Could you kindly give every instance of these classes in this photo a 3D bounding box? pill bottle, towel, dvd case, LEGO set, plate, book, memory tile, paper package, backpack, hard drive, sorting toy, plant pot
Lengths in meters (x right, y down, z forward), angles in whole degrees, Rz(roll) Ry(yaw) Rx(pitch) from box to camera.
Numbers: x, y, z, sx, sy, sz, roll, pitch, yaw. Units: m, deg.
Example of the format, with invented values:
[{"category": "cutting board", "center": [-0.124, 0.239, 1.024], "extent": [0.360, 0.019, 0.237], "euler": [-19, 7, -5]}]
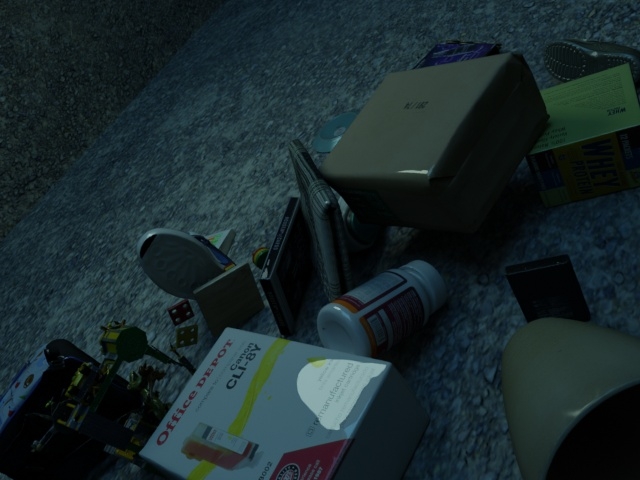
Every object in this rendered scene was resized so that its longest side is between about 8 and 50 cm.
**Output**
[{"category": "pill bottle", "center": [0.111, 0.122, 1.086], "extent": [0.221, 0.121, 0.121], "euler": [-26, 25, -34]}, {"category": "towel", "center": [0.000, 0.000, 1.219], "extent": [0.056, 0.324, 0.312], "euler": [-17, 33, -7]}, {"category": "dvd case", "center": [-0.063, 0.052, 1.322], "extent": [0.030, 0.179, 0.238], "euler": [1, 45, 18]}, {"category": "LEGO set", "center": [-0.344, 0.300, 1.165], "extent": [0.192, 0.331, 0.255], "euler": [-5, 61, 47]}, {"category": "plate", "center": [0.056, -0.324, 1.824], "extent": [0.188, 0.024, 0.188], "euler": [-22, 35, 17]}, {"category": "book", "center": [-0.306, 0.020, 1.704], "extent": [0.144, 0.035, 0.096], "euler": [-15, 34, 28]}, {"category": "memory tile", "center": [0.408, -0.523, 1.681], "extent": [0.148, 0.012, 0.113], "euler": [9, 13, 10]}, {"category": "paper package", "center": [0.204, -0.179, 1.186], "extent": [0.325, 0.168, 0.309], "euler": [10, 59, 54]}, {"category": "backpack", "center": [-0.541, 0.360, 1.292], "extent": [0.263, 0.276, 0.213], "euler": [-53, 32, -15]}, {"category": "hard drive", "center": [0.352, 0.082, 0.969], "extent": [0.094, 0.135, 0.022], "euler": [-14, 38, 27]}, {"category": "sorting toy", "center": [-0.212, 0.126, 1.367], "extent": [0.274, 0.132, 0.046], "euler": [-32, 38, -21]}, {"category": "plant pot", "center": [0.332, 0.209, 0.769], "extent": [0.256, 0.256, 0.274], "euler": [-32, 17, 4]}]

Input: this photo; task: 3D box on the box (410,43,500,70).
[{"category": "box", "center": [0.346, -0.419, 1.617], "extent": [0.153, 0.108, 0.207], "euler": [-47, 36, -17]}]

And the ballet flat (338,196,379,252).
[{"category": "ballet flat", "center": [0.102, -0.128, 1.468], "extent": [0.139, 0.139, 0.400], "euler": [-7, 43, 35]}]

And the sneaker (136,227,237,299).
[{"category": "sneaker", "center": [-0.320, 0.038, 1.435], "extent": [0.236, 0.323, 0.130], "euler": [32, 89, 47]}]

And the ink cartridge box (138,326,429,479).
[{"category": "ink cartridge box", "center": [-0.067, 0.316, 1.014], "extent": [0.385, 0.160, 0.279], "euler": [3, 49, 43]}]

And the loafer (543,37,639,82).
[{"category": "loafer", "center": [0.613, -0.398, 1.399], "extent": [0.087, 0.094, 0.251], "euler": [-23, 37, -28]}]

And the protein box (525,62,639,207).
[{"category": "protein box", "center": [0.502, -0.196, 1.184], "extent": [0.200, 0.136, 0.201], "euler": [-14, 39, 28]}]

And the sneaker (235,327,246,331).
[{"category": "sneaker", "center": [-0.180, 0.201, 1.364], "extent": [0.083, 0.037, 0.032], "euler": [5, 52, 46]}]
